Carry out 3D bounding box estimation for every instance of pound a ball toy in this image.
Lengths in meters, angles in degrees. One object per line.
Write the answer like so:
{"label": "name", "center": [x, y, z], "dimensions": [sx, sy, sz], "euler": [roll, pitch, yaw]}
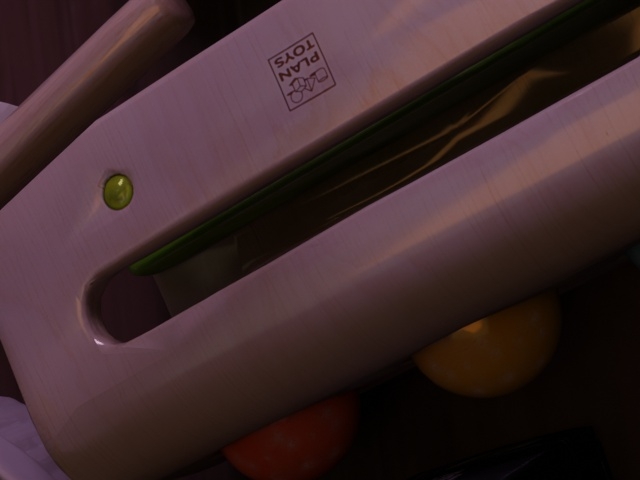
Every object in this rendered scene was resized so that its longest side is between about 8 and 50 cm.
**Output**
{"label": "pound a ball toy", "center": [0.000, 0.000, 0.425], "dimensions": [0.319, 0.208, 0.135], "euler": [-29, 79, 21]}

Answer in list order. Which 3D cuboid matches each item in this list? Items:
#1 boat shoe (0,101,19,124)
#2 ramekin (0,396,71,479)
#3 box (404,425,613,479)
{"label": "boat shoe", "center": [-0.207, -0.033, 0.574], "dimensions": [0.184, 0.066, 0.063], "euler": [7, 83, -4]}
{"label": "ramekin", "center": [-0.157, 0.155, 0.531], "dimensions": [0.207, 0.109, 0.207], "euler": [1, 95, 10]}
{"label": "box", "center": [0.065, 0.163, 0.432], "dimensions": [0.078, 0.147, 0.180], "euler": [-21, 82, 23]}
